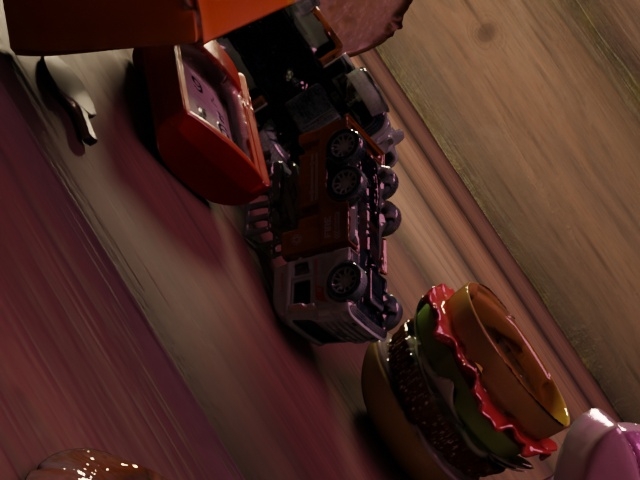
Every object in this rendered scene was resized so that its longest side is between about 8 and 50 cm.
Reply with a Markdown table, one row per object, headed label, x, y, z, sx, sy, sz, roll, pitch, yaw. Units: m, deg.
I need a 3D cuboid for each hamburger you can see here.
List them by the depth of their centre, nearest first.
| label | x | y | z | sx | sy | sz | roll | pitch | yaw |
| --- | --- | --- | --- | --- | --- | --- | --- | --- | --- |
| hamburger | 0.109 | 0.126 | 0.966 | 0.175 | 0.137 | 0.175 | 47 | 19 | -21 |

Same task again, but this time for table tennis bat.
| label | x | y | z | sx | sy | sz | roll | pitch | yaw |
| --- | --- | --- | --- | --- | --- | --- | --- | --- | --- |
| table tennis bat | -0.164 | -0.094 | 0.790 | 0.050 | 0.007 | 0.083 | 40 | 18 | -53 |

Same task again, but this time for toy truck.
| label | x | y | z | sx | sy | sz | roll | pitch | yaw |
| --- | --- | --- | --- | --- | --- | --- | --- | --- | --- |
| toy truck | -0.001 | 0.000 | 0.958 | 0.080 | 0.115 | 0.178 | 41 | 41 | -51 |
| toy truck | -0.024 | -0.156 | 1.230 | 0.338 | 0.133 | 0.184 | 58 | 3 | 23 |

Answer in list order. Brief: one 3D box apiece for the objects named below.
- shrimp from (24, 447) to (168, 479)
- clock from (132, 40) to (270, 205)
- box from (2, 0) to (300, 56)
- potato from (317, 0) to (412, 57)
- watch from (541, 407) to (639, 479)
| label | x | y | z | sx | sy | sz | roll | pitch | yaw |
| --- | --- | --- | --- | --- | --- | --- | --- | --- | --- |
| shrimp | -0.033 | 0.163 | 0.510 | 0.251 | 0.052 | 0.143 | 44 | 14 | -41 |
| clock | -0.101 | -0.106 | 0.953 | 0.113 | 0.061 | 0.155 | 43 | 21 | -41 |
| box | -0.093 | -0.270 | 0.837 | 0.341 | 0.143 | 0.225 | -44 | 132 | -62 |
| potato | -0.064 | -0.422 | 1.592 | 0.397 | 0.290 | 0.296 | 24 | 13 | -47 |
| watch | 0.163 | 0.248 | 0.826 | 0.248 | 0.211 | 0.217 | 63 | -6 | -2 |
